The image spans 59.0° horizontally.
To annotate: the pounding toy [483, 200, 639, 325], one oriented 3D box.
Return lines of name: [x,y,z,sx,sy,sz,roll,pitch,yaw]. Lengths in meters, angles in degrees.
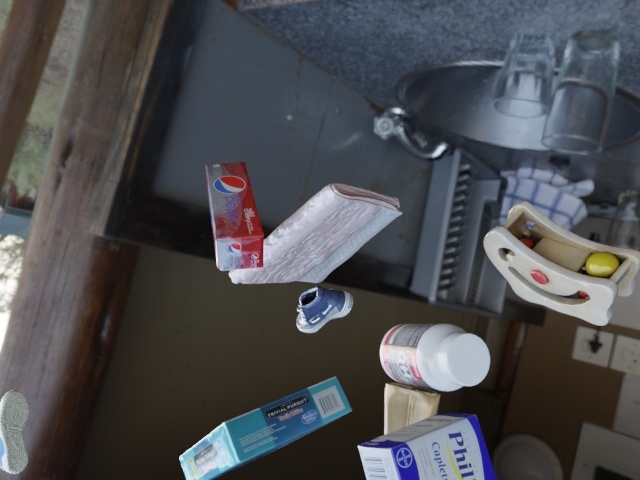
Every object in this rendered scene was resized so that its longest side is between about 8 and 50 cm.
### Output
pounding toy: [0.367,0.003,0.879,0.270,0.155,0.154,22,149,54]

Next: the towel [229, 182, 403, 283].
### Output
towel: [0.000,0.000,1.305,0.317,0.332,0.053,6,-131,-54]

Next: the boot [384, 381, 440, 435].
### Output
boot: [0.231,0.467,1.238,0.236,0.269,0.089,5,173,30]

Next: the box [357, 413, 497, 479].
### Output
box: [0.132,0.282,0.663,0.137,0.126,0.072,-9,168,-32]

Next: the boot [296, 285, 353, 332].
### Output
boot: [-0.020,0.141,1.192,0.086,0.069,0.190,20,145,-27]

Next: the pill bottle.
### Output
pill bottle: [0.307,0.313,1.532,0.177,0.176,0.318,15,167,-19]

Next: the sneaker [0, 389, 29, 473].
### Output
sneaker: [-0.591,0.353,1.059,0.085,0.152,0.058,-1,-176,33]

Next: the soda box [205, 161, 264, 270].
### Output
soda box: [-0.178,-0.055,1.153,0.092,0.083,0.263,-5,-139,-13]

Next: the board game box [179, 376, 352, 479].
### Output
board game box: [-0.126,0.405,1.180,0.254,0.079,0.336,-13,159,-35]
